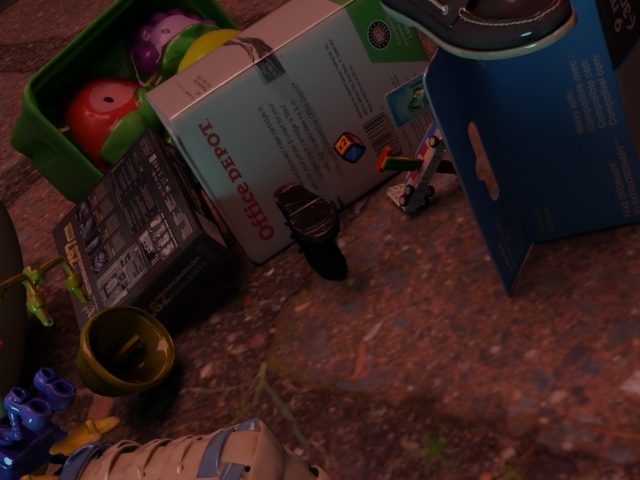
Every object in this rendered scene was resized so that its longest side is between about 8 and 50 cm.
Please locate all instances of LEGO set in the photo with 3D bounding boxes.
[{"bbox_3d":[0.130,-0.128,0.932,0.244,0.182,0.060,-31,50,-2],"label":"LEGO set"}]

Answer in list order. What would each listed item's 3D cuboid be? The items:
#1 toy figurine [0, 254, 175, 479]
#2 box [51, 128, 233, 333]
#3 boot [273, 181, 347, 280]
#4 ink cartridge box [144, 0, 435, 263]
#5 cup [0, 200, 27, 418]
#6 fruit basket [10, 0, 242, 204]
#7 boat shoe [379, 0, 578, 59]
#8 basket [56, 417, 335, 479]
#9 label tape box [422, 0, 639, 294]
[{"bbox_3d":[-0.296,0.183,0.818,0.217,0.191,0.362,-58,-4,20],"label":"toy figurine"},{"bbox_3d":[-0.211,0.002,1.051,0.183,0.059,0.232,-44,41,9],"label":"box"},{"bbox_3d":[0.000,0.000,0.932,0.045,0.099,0.121,-34,34,-9],"label":"boot"},{"bbox_3d":[-0.020,-0.145,1.044,0.289,0.211,0.121,-34,33,-8],"label":"ink cartridge box"},{"bbox_3d":[-0.449,0.116,0.966,0.331,0.331,0.237,-33,58,-6],"label":"cup"},{"bbox_3d":[-0.187,-0.205,1.239,0.392,0.283,0.392,-37,20,16],"label":"fruit basket"},{"bbox_3d":[0.102,-0.190,0.683,0.075,0.065,0.206,-39,38,-11],"label":"boat shoe"},{"bbox_3d":[-0.120,0.257,0.574,0.289,0.201,0.255,-20,36,25],"label":"basket"},{"bbox_3d":[0.243,-0.152,0.813,0.115,0.249,0.347,5,47,39],"label":"label tape box"}]
